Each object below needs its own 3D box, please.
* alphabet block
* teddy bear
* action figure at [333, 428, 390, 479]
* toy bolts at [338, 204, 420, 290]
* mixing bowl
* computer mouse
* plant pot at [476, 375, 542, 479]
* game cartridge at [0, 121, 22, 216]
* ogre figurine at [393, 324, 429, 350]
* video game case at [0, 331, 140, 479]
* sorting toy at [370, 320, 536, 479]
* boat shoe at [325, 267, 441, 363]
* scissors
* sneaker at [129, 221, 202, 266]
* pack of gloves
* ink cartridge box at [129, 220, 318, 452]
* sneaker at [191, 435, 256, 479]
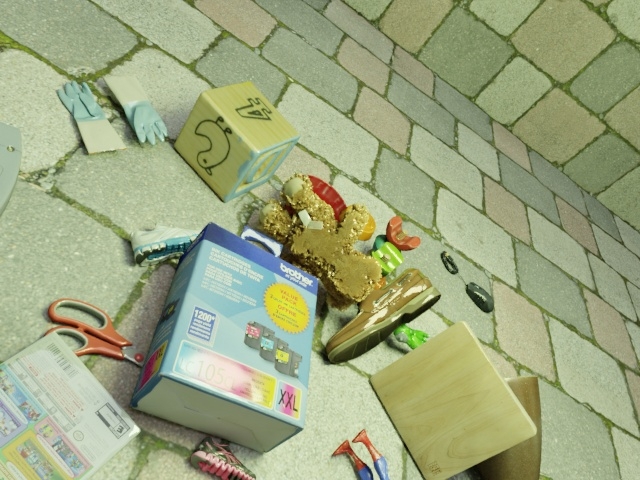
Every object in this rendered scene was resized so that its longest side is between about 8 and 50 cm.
[{"bbox_3d":[-0.205,-0.248,1.250,0.197,0.192,0.193,46,37,5],"label":"alphabet block"},{"bbox_3d":[0.000,0.000,1.169,0.338,0.245,0.113,29,-1,14],"label":"teddy bear"},{"bbox_3d":[0.116,0.508,0.920,0.280,0.091,0.139,51,33,11],"label":"action figure"},{"bbox_3d":[0.124,0.024,1.310,0.218,0.158,0.228,52,39,12],"label":"toy bolts"},{"bbox_3d":[-0.026,-0.072,1.314,0.181,0.098,0.181,23,42,-23],"label":"mixing bowl"},{"bbox_3d":[0.472,0.126,1.609,0.242,0.041,0.071,51,40,11],"label":"computer mouse"},{"bbox_3d":[0.418,0.447,1.164,0.215,0.215,0.230,10,63,-34],"label":"plant pot"},{"bbox_3d":[-0.640,-0.111,0.863,0.198,0.062,0.297,24,43,-29],"label":"game cartridge"},{"bbox_3d":[0.207,0.202,1.277,0.118,0.096,0.197,25,55,-48],"label":"ogre figurine"},{"bbox_3d":[-0.406,0.266,0.729,0.212,0.023,0.193,48,43,2],"label":"video game case"},{"bbox_3d":[0.285,0.345,1.095,0.089,0.257,0.255,6,49,-60],"label":"sorting toy"},{"bbox_3d":[0.129,0.170,1.168,0.307,0.111,0.104,-27,63,-20],"label":"boat shoe"},{"bbox_3d":[-0.330,0.188,0.880,0.297,0.021,0.109,24,43,-21],"label":"scissors"},{"bbox_3d":[-0.303,-0.008,1.047,0.190,0.071,0.083,-9,56,-45],"label":"sneaker"},{"bbox_3d":[-0.484,-0.288,1.179,0.195,0.046,0.232,-19,65,-36],"label":"pack of gloves"},{"bbox_3d":[-0.156,0.151,0.955,0.270,0.151,0.395,30,39,-23],"label":"ink cartridge box"},{"bbox_3d":[-0.156,0.371,0.850,0.119,0.047,0.057,35,28,-12],"label":"sneaker"}]
